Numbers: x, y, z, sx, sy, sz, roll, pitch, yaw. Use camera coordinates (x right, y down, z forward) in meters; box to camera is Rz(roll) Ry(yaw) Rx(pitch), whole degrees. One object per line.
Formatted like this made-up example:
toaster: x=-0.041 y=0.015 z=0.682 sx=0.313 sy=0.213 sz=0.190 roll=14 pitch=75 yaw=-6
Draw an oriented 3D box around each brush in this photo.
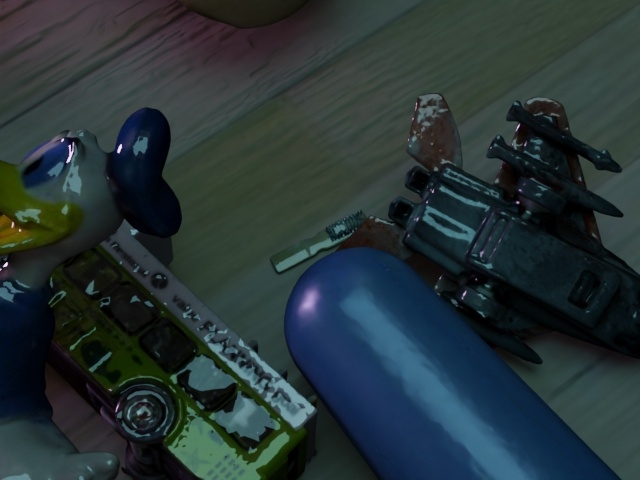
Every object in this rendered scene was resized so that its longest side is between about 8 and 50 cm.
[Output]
brush: x=0.000 y=0.000 z=1.200 sx=0.083 sy=0.013 sz=0.016 roll=-27 pitch=67 yaw=-12

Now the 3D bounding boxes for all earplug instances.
earplug: x=0.079 y=0.119 z=1.055 sx=0.132 sy=0.132 sz=0.273 roll=-36 pitch=73 yaw=-18

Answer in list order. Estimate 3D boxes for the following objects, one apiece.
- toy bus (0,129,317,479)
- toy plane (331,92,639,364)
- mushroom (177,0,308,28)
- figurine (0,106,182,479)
toy bus: x=-0.127 y=0.067 z=1.111 sx=0.301 sy=0.113 sz=0.139 roll=42 pitch=70 yaw=17
toy plane: x=0.182 y=0.031 z=1.134 sx=0.326 sy=0.104 sz=0.223 roll=29 pitch=92 yaw=10
mushroom: x=-0.108 y=-0.287 z=1.245 sx=0.234 sy=0.254 sz=0.260 roll=-25 pitch=54 yaw=28
figurine: x=-0.206 y=0.045 z=0.989 sx=0.283 sy=0.204 sz=0.338 roll=42 pitch=100 yaw=21
